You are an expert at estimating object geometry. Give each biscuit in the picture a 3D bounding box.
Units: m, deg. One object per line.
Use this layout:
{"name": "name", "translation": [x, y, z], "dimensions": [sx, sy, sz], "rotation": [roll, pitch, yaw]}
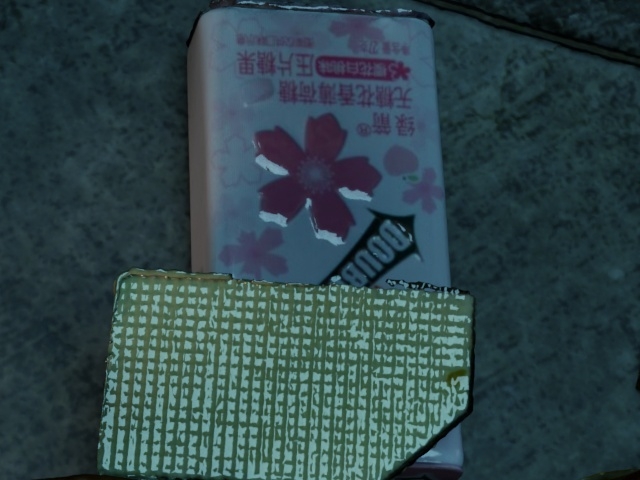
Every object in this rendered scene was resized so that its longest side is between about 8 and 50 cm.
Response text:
{"name": "biscuit", "translation": [-0.021, 0.099, 1.345], "dimensions": [0.252, 0.052, 0.150], "rotation": [3, 74, -3]}

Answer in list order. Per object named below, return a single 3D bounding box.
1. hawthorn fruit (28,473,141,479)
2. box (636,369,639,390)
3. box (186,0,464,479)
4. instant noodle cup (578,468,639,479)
{"name": "hawthorn fruit", "translation": [-0.129, 0.300, 1.257], "dimensions": [0.298, 0.277, 0.277], "rotation": [42, 66, -6]}
{"name": "box", "translation": [0.303, 0.068, 1.566], "dimensions": [0.090, 0.023, 0.133], "rotation": [17, 67, -8]}
{"name": "box", "translation": [0.000, 0.000, 1.471], "dimensions": [0.190, 0.112, 0.370], "rotation": [1, 71, -14]}
{"name": "instant noodle cup", "translation": [0.259, 0.247, 1.409], "dimensions": [0.215, 0.172, 0.216], "rotation": [5, 69, -13]}
